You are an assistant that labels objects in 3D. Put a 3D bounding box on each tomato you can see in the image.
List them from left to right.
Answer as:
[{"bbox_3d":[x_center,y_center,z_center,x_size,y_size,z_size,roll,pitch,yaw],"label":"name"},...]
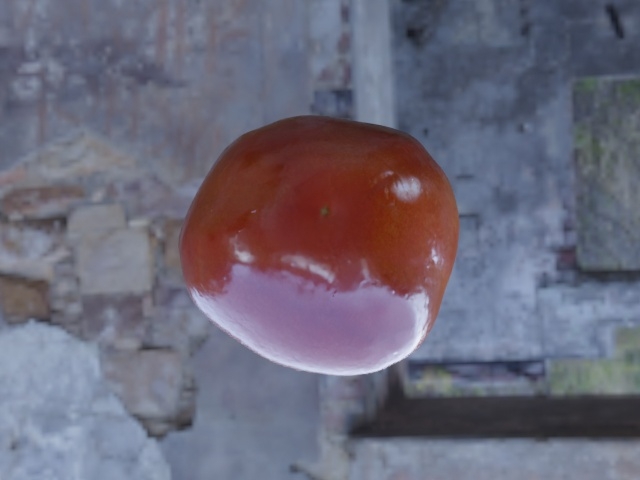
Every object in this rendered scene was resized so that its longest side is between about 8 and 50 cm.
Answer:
[{"bbox_3d":[0.002,-0.004,1.275,0.260,0.260,0.180,-3,168,-6],"label":"tomato"}]
